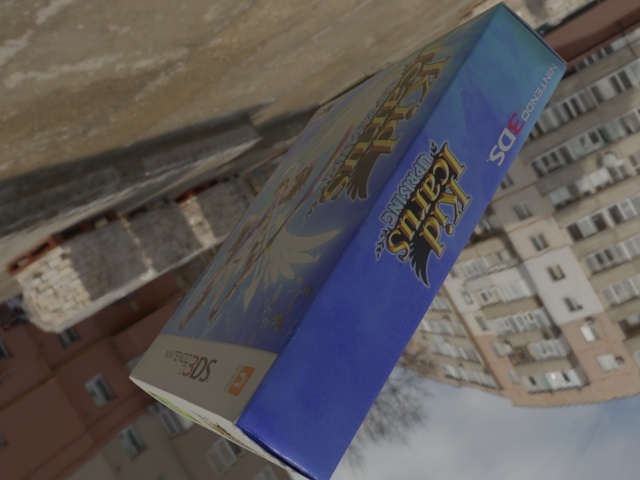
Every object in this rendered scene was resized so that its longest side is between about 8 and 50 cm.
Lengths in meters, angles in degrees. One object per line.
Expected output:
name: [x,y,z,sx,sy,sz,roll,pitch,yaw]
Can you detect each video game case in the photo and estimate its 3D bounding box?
video game case: [0.000,0.000,0.495,0.269,0.061,0.244,-57,-161,-18]
